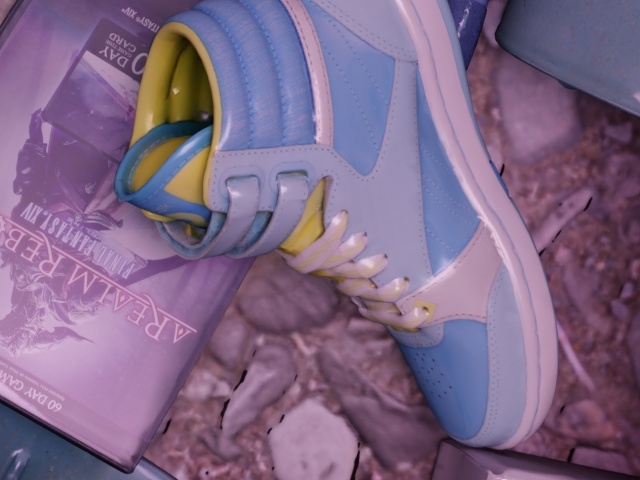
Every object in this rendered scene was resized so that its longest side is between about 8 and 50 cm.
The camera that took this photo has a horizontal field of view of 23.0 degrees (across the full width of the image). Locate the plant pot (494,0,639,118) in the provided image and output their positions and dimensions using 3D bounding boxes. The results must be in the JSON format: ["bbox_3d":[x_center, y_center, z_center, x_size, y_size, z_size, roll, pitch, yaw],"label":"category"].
[{"bbox_3d":[0.231,-0.189,0.878,0.272,0.271,0.255,21,103,-8],"label":"plant pot"}]

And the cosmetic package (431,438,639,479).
[{"bbox_3d":[0.246,0.262,0.934,0.385,0.156,0.217,11,88,-7],"label":"cosmetic package"}]

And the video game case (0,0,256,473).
[{"bbox_3d":[-0.125,-0.033,0.908,0.196,0.026,0.274,31,74,-8],"label":"video game case"}]

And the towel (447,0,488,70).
[{"bbox_3d":[0.085,-0.141,0.943,0.029,0.067,0.119,19,89,-7],"label":"towel"}]

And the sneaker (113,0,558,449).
[{"bbox_3d":[0.000,0.000,0.866,0.208,0.127,0.319,-27,100,-33],"label":"sneaker"}]

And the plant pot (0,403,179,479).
[{"bbox_3d":[-0.196,0.287,0.802,0.341,0.341,0.334,30,95,-8],"label":"plant pot"}]
